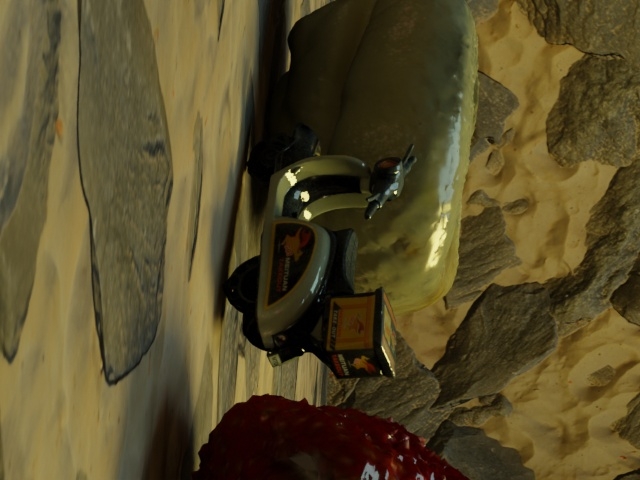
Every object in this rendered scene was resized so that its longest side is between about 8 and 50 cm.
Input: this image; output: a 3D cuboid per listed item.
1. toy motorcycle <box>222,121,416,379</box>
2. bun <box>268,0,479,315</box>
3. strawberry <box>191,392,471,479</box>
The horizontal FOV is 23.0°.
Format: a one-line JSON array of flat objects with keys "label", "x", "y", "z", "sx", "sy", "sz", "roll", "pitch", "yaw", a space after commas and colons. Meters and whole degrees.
[{"label": "toy motorcycle", "x": 0.000, "y": 0.000, "z": 1.409, "sx": 0.091, "sy": 0.157, "sz": 0.263, "roll": 68, "pitch": 22, "yaw": -53}, {"label": "bun", "x": 0.053, "y": -0.104, "z": 1.653, "sx": 0.365, "sy": 0.219, "sz": 0.365, "roll": 4, "pitch": 90, "yaw": -86}, {"label": "strawberry", "x": 0.018, "y": 0.254, "z": 1.147, "sx": 0.351, "sy": 0.267, "sz": 0.312, "roll": 81, "pitch": -6, "yaw": -54}]
